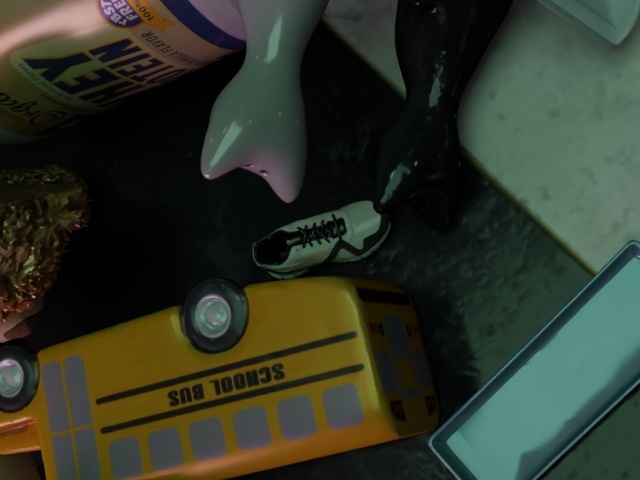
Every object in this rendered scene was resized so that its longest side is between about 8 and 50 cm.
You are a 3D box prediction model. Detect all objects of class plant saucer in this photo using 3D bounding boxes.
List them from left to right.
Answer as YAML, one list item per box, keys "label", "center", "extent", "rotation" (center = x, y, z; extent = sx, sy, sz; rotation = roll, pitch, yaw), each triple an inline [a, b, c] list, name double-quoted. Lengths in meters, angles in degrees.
- label: "plant saucer"
  center: [0.156, 0.090, 0.620]
  extent: [0.192, 0.018, 0.067]
  rotation: [-48, 66, 14]

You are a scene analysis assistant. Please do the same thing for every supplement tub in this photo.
- label: "supplement tub"
  center: [-0.194, -0.205, 0.711]
  extent: [0.316, 0.228, 0.228]
  rotation: [-19, 75, 23]

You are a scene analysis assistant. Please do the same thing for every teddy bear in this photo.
- label: "teddy bear"
  center: [-0.304, 0.004, 0.748]
  extent: [0.338, 0.245, 0.113]
  rotation: [5, 108, 30]

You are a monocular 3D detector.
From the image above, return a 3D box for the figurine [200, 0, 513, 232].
- label: "figurine"
  center: [0.024, -0.120, 0.611]
  extent: [0.092, 0.215, 0.209]
  rotation: [13, 93, 54]

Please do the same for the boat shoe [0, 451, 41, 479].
- label: "boat shoe"
  center: [-0.241, 0.198, 0.761]
  extent: [0.042, 0.049, 0.133]
  rotation: [-24, 104, 26]

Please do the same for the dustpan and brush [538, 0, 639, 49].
- label: "dustpan and brush"
  center: [0.161, -0.244, 0.621]
  extent: [0.060, 0.147, 0.211]
  rotation: [-36, 35, 46]

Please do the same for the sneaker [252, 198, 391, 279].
- label: "sneaker"
  center: [0.000, 0.000, 0.694]
  extent: [0.109, 0.044, 0.040]
  rotation: [-25, 71, 20]

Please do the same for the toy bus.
- label: "toy bus"
  center: [-0.094, 0.109, 0.691]
  extent: [0.332, 0.108, 0.130]
  rotation: [-18, 78, 23]
